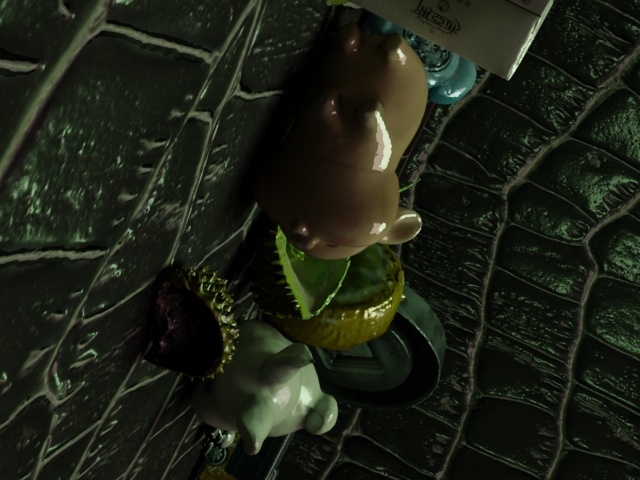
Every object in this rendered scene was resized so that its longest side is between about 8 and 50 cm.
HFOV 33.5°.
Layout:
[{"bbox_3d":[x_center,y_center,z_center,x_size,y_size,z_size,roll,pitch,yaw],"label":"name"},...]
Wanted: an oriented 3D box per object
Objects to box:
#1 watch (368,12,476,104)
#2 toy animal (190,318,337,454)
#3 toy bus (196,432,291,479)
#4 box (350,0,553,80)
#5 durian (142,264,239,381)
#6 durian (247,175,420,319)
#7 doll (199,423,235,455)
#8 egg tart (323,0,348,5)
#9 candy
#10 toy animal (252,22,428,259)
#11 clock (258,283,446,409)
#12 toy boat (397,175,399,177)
[{"bbox_3d":[0.123,-0.279,1.742,0.211,0.211,0.193,-60,-166,-25],"label":"watch"},{"bbox_3d":[-0.086,0.250,1.784,0.367,0.241,0.196,71,45,-81],"label":"toy animal"},{"bbox_3d":[-0.154,0.451,2.354,0.275,0.167,0.138,-62,173,-8],"label":"toy bus"},{"bbox_3d":[0.191,-0.351,1.505,0.194,0.260,0.111,-51,165,-58],"label":"box"},{"bbox_3d":[-0.137,0.091,1.309,0.108,0.119,0.187,-51,166,-43],"label":"durian"},{"bbox_3d":[-0.005,-0.008,1.719,0.355,0.169,0.157,-51,169,-34],"label":"durian"},{"bbox_3d":[-0.185,0.356,2.185,0.219,0.067,0.091,-53,172,-48],"label":"doll"},{"bbox_3d":[0.062,-0.363,1.268,0.197,0.078,0.197,-61,175,-8],"label":"egg tart"},{"bbox_3d":[0.014,0.071,1.821,0.260,0.260,0.118,-56,162,-47],"label":"candy"},{"bbox_3d":[0.035,-0.131,1.482,0.269,0.237,0.326,80,33,-58],"label":"toy animal"},{"bbox_3d":[0.063,0.190,2.111,0.386,0.386,0.076,109,6,-50],"label":"clock"},{"bbox_3d":[0.057,-0.102,2.226,0.246,0.103,0.093,-42,176,-34],"label":"toy boat"}]
